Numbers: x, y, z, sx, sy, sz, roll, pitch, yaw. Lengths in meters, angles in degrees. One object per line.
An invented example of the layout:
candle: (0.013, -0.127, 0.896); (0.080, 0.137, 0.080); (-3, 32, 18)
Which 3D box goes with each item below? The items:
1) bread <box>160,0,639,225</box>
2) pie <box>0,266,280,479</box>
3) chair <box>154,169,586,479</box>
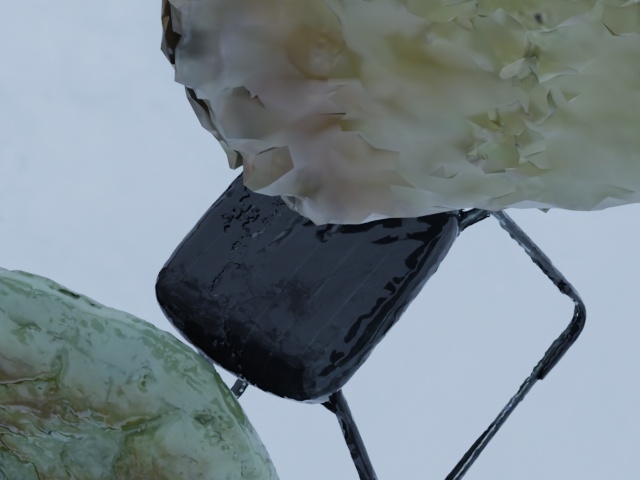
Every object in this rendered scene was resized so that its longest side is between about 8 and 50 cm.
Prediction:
bread: (0.081, -0.175, 0.504); (0.248, 0.279, 0.315); (4, 131, 17)
pie: (-0.131, 0.109, 0.890); (0.240, 0.054, 0.240); (10, 128, 13)
chair: (0.000, 0.000, 0.882); (0.140, 0.221, 0.145); (31, 74, 39)
